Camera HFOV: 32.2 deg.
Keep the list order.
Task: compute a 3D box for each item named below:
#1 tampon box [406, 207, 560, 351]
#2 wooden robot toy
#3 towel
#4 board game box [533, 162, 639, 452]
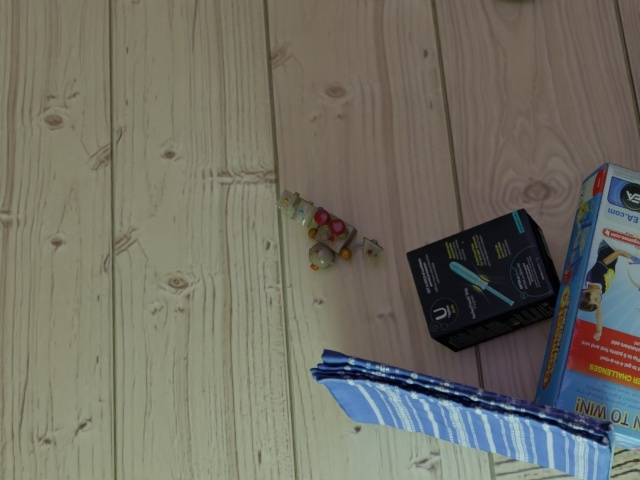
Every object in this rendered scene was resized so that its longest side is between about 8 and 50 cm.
[{"bbox_3d":[0.210,0.052,1.387,0.161,0.101,0.120,-22,67,17],"label":"tampon box"},{"bbox_3d":[0.000,0.000,1.491,0.173,0.076,0.079,32,93,22],"label":"wooden robot toy"},{"bbox_3d":[0.167,0.213,1.277,0.336,0.243,0.040,13,70,18],"label":"towel"},{"bbox_3d":[0.427,0.101,1.278,0.308,0.086,0.302,17,76,-4],"label":"board game box"}]
